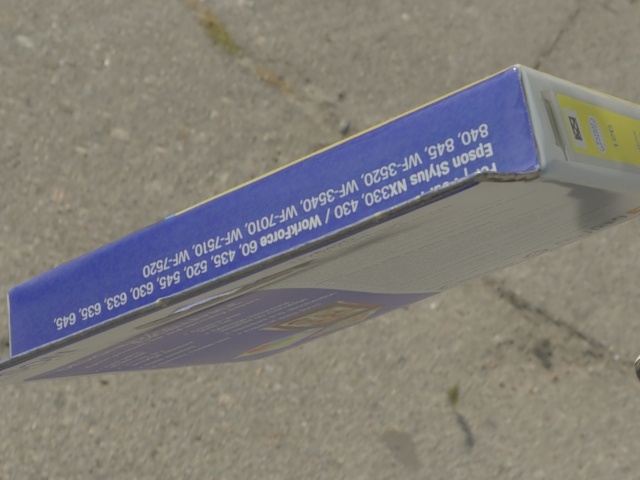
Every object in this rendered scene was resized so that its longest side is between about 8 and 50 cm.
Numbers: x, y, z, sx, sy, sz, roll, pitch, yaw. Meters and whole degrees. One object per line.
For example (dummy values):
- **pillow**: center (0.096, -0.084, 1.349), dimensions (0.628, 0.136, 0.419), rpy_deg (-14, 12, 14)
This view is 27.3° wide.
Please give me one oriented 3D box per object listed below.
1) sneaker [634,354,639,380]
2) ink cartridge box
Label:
- **sneaker**: center (0.320, 0.155, 1.127), dimensions (0.065, 0.061, 0.158), rpy_deg (-34, 52, -19)
- **ink cartridge box**: center (0.000, 0.000, 0.678), dimensions (0.307, 0.304, 0.072), rpy_deg (6, 66, -61)
